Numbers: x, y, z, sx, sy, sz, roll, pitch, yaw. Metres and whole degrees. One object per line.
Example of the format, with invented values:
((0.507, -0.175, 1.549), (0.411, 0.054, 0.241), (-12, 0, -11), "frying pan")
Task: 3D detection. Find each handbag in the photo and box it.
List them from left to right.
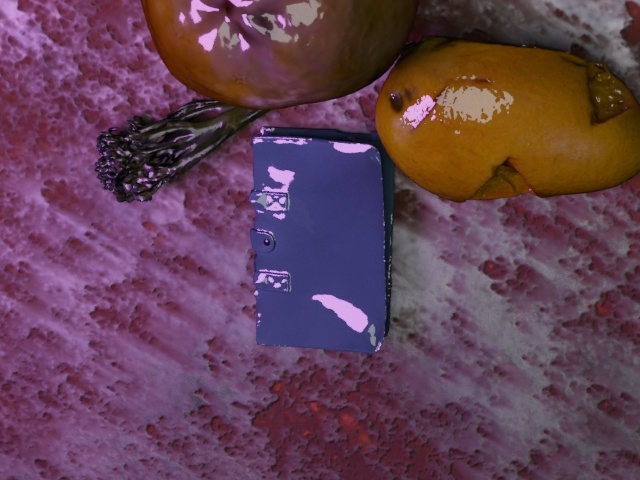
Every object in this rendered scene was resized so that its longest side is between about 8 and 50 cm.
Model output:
((0.000, 0.000, 1.910), (0.144, 0.057, 0.221), (3, 108, 13), "handbag")

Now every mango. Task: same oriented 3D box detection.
((0.182, -0.113, 1.814), (0.262, 0.130, 0.167), (3, 112, 1), "mango")

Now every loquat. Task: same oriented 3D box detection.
((-0.043, -0.251, 1.721), (0.276, 0.284, 0.276), (3, 112, 7), "loquat")

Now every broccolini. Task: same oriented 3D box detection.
((-0.125, -0.096, 1.899), (0.203, 0.091, 0.068), (-18, 147, 0), "broccolini")
